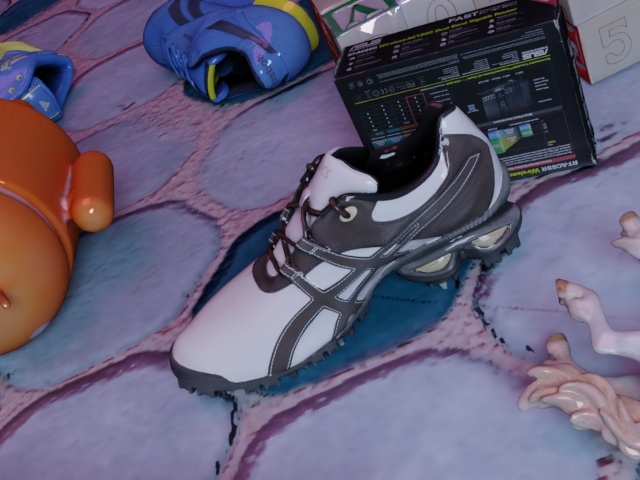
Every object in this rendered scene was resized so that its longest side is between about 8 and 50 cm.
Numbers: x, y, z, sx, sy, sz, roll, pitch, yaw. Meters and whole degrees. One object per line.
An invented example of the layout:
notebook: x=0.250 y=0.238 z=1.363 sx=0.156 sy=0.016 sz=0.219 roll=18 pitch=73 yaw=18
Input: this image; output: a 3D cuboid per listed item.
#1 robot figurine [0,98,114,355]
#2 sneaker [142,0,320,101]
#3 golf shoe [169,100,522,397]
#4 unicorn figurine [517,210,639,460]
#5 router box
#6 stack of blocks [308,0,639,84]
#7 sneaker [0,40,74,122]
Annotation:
robot figurine: x=-0.225 y=-0.010 z=0.559 sx=0.158 sy=0.128 sz=0.219 roll=14 pitch=32 yaw=-18
sneaker: x=-0.098 y=-0.159 z=0.712 sx=0.209 sy=0.069 sz=0.082 roll=12 pitch=55 yaw=43
golf shoe: x=0.000 y=0.000 z=0.425 sx=0.198 sy=0.094 sz=0.077 roll=-31 pitch=36 yaw=-2
unicorn figurine: x=0.159 y=0.023 z=0.329 sx=0.111 sy=0.060 sz=0.162 roll=24 pitch=76 yaw=48
router box: x=0.080 y=-0.074 z=0.464 sx=0.122 sy=0.092 sz=0.038 roll=-10 pitch=38 yaw=23
stack of blocks: x=0.148 y=-0.178 z=0.554 sx=0.297 sy=0.087 sz=0.171 roll=-25 pitch=35 yaw=3
sneaker: x=-0.325 y=-0.119 z=0.795 sx=0.126 sy=0.091 sz=0.240 roll=1 pitch=43 yaw=34
